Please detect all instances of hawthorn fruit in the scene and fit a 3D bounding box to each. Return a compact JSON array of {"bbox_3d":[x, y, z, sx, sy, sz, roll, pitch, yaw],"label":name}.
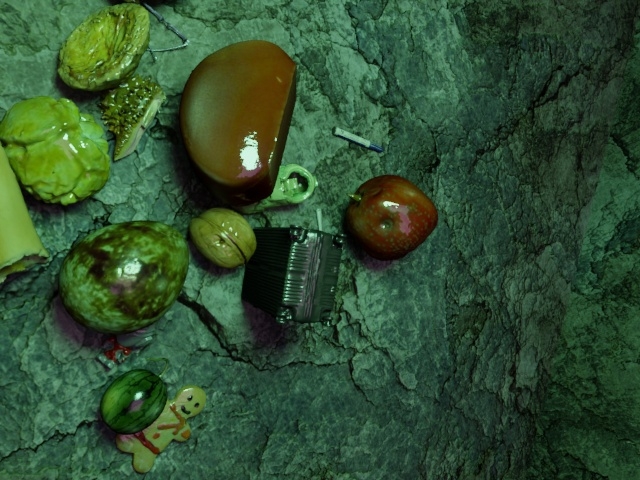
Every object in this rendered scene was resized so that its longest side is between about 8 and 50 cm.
[{"bbox_3d":[0.205,-0.076,1.311,0.300,0.275,0.275,29,77,-18],"label":"hawthorn fruit"}]

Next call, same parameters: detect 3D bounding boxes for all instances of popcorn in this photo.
[{"bbox_3d":[-0.554,-0.183,0.883,0.205,0.183,0.220,-16,105,0],"label":"popcorn"}]

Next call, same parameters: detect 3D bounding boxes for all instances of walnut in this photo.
[{"bbox_3d":[-0.248,-0.007,1.096,0.144,0.144,0.180,-45,100,-22],"label":"walnut"}]

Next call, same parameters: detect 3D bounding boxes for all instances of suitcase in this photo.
[{"bbox_3d":[-0.087,0.077,1.088,0.152,0.335,0.229,11,87,-27],"label":"suitcase"}]

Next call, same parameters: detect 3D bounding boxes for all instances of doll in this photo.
[{"bbox_3d":[-0.463,0.231,1.021,0.094,0.079,0.180,42,83,-1],"label":"doll"}]

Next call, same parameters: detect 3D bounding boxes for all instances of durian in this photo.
[{"bbox_3d":[-0.450,-0.296,0.997,0.141,0.078,0.224,15,82,-31],"label":"durian"}]

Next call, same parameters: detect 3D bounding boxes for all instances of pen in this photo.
[{"bbox_3d":[0.124,-0.327,1.382,0.204,0.025,0.025,14,85,-32],"label":"pen"}]

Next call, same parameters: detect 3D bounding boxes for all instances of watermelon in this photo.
[{"bbox_3d":[-0.426,0.366,1.006,0.187,0.141,0.140,-46,114,-24],"label":"watermelon"}]

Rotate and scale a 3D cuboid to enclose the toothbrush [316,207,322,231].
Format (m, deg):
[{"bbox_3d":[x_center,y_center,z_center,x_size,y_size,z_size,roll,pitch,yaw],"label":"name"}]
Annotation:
[{"bbox_3d":[0.000,0.000,1.324,0.017,0.022,0.203,-6,92,-34],"label":"toothbrush"}]

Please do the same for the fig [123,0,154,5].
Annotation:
[{"bbox_3d":[-0.372,-0.662,0.948,0.263,0.224,0.223,-37,110,-21],"label":"fig"}]

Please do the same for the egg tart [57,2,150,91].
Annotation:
[{"bbox_3d":[-0.465,-0.418,0.940,0.098,0.232,0.252,51,28,-60],"label":"egg tart"}]

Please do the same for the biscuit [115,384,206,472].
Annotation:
[{"bbox_3d":[-0.400,0.471,1.093,0.234,0.030,0.153,-37,112,-25],"label":"biscuit"}]

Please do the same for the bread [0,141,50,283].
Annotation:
[{"bbox_3d":[-0.738,-0.068,0.732,0.361,0.250,0.393,-25,105,-43],"label":"bread"}]

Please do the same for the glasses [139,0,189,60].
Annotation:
[{"bbox_3d":[-0.410,-0.501,1.045,0.140,0.062,0.103,34,97,-28],"label":"glasses"}]

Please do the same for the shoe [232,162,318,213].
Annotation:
[{"bbox_3d":[-0.133,-0.161,1.187,0.263,0.128,0.139,-8,83,-34],"label":"shoe"}]

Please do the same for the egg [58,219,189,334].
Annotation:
[{"bbox_3d":[-0.421,0.072,0.940,0.289,0.238,0.238,-43,113,-32],"label":"egg"}]

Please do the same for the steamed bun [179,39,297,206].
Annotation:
[{"bbox_3d":[-0.209,-0.286,1.032,0.249,0.235,0.378,13,76,-1],"label":"steamed bun"}]
